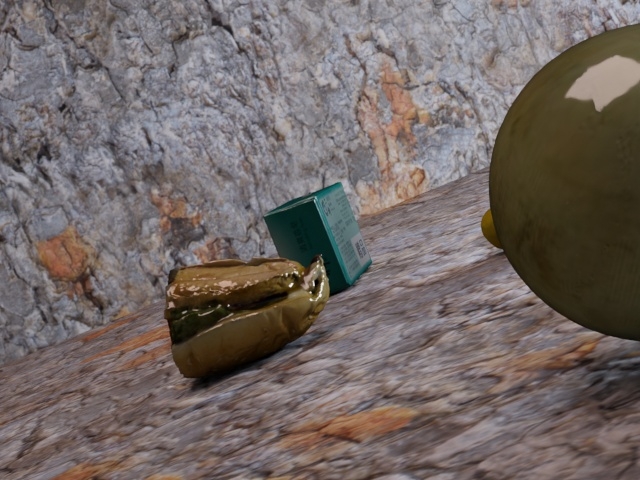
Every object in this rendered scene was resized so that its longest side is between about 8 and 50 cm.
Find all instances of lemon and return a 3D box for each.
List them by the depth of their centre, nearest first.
[{"bbox_3d":[0.243,-0.020,1.823,0.065,0.065,0.092,-22,9,-6],"label":"lemon"}]

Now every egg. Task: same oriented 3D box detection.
[{"bbox_3d":[0.259,-0.045,0.955,0.295,0.219,0.218,-12,1,-16],"label":"egg"}]

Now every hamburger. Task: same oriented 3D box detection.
[{"bbox_3d":[-0.085,0.100,1.717,0.207,0.135,0.155,-7,19,-4],"label":"hamburger"}]

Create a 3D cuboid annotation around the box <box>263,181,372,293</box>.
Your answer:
[{"bbox_3d":[0.000,0.000,2.204,0.092,0.153,0.245,-20,3,13],"label":"box"}]
